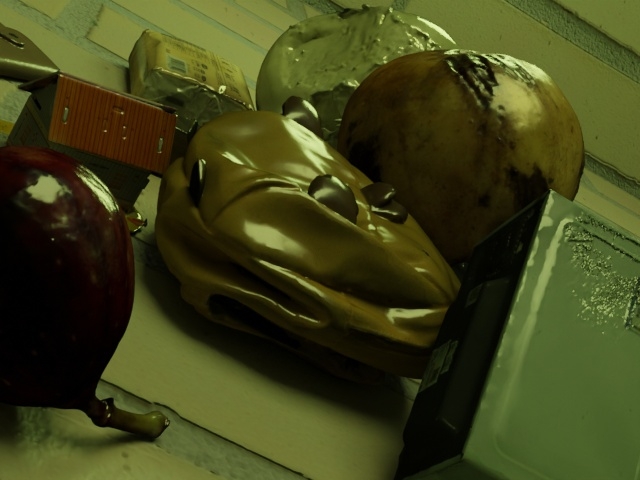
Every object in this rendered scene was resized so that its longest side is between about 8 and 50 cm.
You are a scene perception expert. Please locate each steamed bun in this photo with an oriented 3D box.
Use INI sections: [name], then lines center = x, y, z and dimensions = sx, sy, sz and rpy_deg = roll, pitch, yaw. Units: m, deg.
[steamed bun]
center = 0.072, -0.177, 1.786
dimensions = 0.312, 0.334, 0.233
rpy_deg = 42, 52, -41

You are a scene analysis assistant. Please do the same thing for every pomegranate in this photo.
[pomegranate]
center = 0.180, -0.110, 1.514
dimensions = 0.322, 0.322, 0.322
rpy_deg = 29, 18, -10

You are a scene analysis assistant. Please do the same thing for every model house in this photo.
[model house]
center = -0.276, -0.130, 1.304
dimensions = 0.219, 0.136, 0.207
rpy_deg = 18, 24, -39

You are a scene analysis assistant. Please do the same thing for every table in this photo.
[table]
center = -0.189, -0.122, 1.549
dimensions = 0.082, 0.070, 0.083
rpy_deg = 26, 17, -33

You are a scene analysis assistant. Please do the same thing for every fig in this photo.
[fig]
center = -0.214, 0.058, 0.879
dimensions = 0.186, 0.203, 0.249
rpy_deg = -22, 88, -32

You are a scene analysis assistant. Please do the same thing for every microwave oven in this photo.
[microwave oven]
center = 0.225, 0.144, 1.149
dimensions = 0.237, 0.181, 0.295
rpy_deg = 28, 62, -9

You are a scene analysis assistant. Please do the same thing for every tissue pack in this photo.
[tissue pack]
center = -0.200, -0.235, 1.802
dimensions = 0.186, 0.090, 0.222
rpy_deg = 23, 18, -21

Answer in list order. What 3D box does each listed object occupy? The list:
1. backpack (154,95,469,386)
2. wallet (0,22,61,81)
[backpack]
center = -0.004, 0.004, 1.310
dimensions = 0.378, 0.201, 0.353
rpy_deg = 27, 19, -23
[wallet]
center = -0.422, -0.254, 1.554
dimensions = 0.118, 0.039, 0.152
rpy_deg = 43, 21, 23
